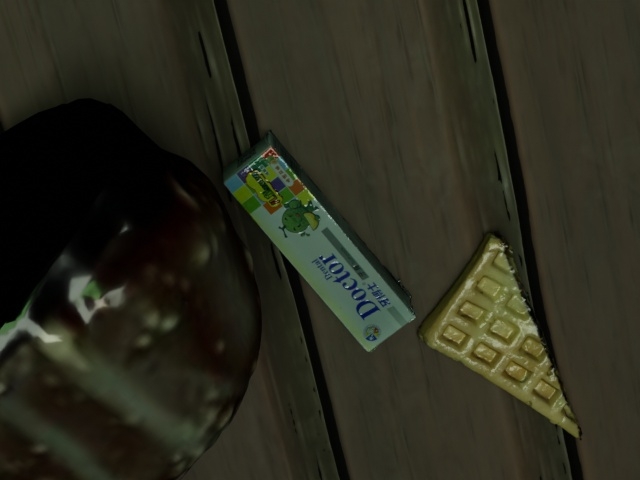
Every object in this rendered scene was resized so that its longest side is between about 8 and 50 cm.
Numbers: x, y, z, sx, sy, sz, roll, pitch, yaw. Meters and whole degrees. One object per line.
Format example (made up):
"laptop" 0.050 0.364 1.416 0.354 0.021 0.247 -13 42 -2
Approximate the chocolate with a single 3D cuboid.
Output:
"chocolate" -0.176 0.091 1.020 0.340 0.225 0.210 -42 121 8

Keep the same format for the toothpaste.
"toothpaste" 0.000 0.000 1.102 0.046 0.034 0.164 -37 109 10

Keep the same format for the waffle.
"waffle" 0.154 0.070 1.150 0.152 0.023 0.097 33 103 -15
